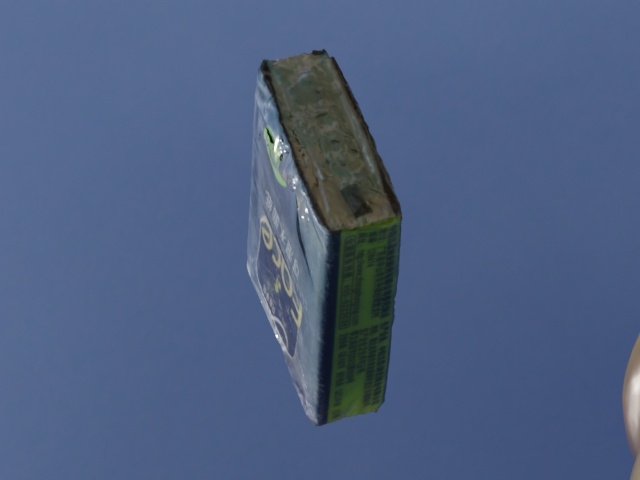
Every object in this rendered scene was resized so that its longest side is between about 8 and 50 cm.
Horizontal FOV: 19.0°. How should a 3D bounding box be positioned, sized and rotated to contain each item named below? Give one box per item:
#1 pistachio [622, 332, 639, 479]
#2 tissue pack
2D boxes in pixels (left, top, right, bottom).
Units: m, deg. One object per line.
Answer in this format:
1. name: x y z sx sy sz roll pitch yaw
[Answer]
1. pistachio: 0.206 0.029 0.612 0.163 0.260 0.213 7 -153 -38
2. tissue pack: 0.000 0.000 1.386 0.073 0.235 0.173 -13 -126 -13
